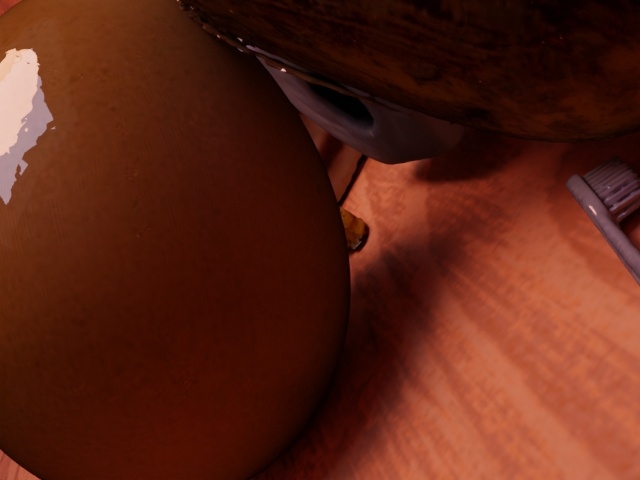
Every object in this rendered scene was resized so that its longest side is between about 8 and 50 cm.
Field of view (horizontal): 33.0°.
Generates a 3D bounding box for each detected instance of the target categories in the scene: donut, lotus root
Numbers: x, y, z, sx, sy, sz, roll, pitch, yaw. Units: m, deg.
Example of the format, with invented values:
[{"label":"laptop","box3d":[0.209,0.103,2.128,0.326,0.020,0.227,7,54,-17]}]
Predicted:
[{"label":"donut","box3d":[0.000,0.000,0.837,0.067,0.038,0.083,-49,12,0]},{"label":"lotus root","box3d":[0.056,-0.165,0.529,0.196,0.397,0.179,-63,-26,-4]}]

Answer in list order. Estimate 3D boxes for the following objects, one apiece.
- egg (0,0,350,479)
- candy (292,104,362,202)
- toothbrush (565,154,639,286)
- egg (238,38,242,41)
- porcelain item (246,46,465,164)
[{"label":"egg","box3d":[-0.113,-0.002,0.652,0.250,0.323,0.250,-16,-7,-2]},{"label":"candy","box3d":[-0.069,-0.048,0.987,0.179,0.135,0.321,-35,21,54]},{"label":"toothbrush","box3d":[0.135,0.029,0.362,0.029,0.024,0.354,-40,16,13]},{"label":"egg","box3d":[-0.093,-0.244,1.454,0.264,0.183,0.183,-22,32,52]},{"label":"porcelain item","box3d":[0.131,-0.251,0.761,0.405,0.178,0.242,-52,12,-11]}]
